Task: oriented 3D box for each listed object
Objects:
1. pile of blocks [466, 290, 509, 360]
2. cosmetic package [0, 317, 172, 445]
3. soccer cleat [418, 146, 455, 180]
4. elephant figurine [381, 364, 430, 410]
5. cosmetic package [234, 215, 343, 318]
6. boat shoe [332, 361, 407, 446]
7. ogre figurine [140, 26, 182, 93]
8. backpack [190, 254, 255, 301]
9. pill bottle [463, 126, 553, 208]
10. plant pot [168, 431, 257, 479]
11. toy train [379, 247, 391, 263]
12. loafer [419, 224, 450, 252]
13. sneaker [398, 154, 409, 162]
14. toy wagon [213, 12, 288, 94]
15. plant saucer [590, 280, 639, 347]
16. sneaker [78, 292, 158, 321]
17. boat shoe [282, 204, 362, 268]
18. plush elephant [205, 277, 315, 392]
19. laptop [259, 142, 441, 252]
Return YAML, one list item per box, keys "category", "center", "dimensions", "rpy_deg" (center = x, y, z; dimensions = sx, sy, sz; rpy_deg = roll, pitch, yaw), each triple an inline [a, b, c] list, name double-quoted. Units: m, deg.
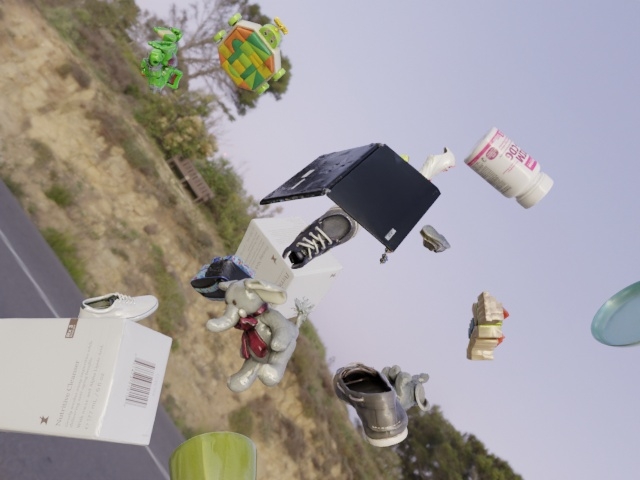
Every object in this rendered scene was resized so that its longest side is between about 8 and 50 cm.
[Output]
- category: "pile of blocks"
  center: [0.624, 0.319, 1.866]
  dimensions: [0.362, 0.112, 0.149]
  rpy_deg: [89, 3, -45]
- category: "cosmetic package"
  center: [-0.509, 0.272, 0.991]
  dimensions: [0.156, 0.384, 0.217]
  rpy_deg: [52, 38, -57]
- category: "soccer cleat"
  center: [0.361, -0.240, 1.680]
  dimensions: [0.076, 0.196, 0.068]
  rpy_deg: [60, -12, -8]
- category: "elephant figurine"
  center: [0.332, 0.571, 1.875]
  dimensions: [0.239, 0.186, 0.169]
  rpy_deg: [34, -4, -31]
- category: "cosmetic package"
  center: [-0.173, 0.129, 2.477]
  dimensions: [0.394, 0.327, 0.329]
  rpy_deg: [50, -54, 30]
- category: "boat shoe"
  center: [0.096, 0.300, 1.037]
  dimensions: [0.335, 0.112, 0.096]
  rpy_deg: [-157, -123, -78]
- category: "ogre figurine"
  center: [-0.380, -0.432, 1.218]
  dimensions: [0.118, 0.096, 0.197]
  rpy_deg: [-67, -147, 36]
- category: "backpack"
  center: [-0.319, 0.128, 1.619]
  dimensions: [0.173, 0.117, 0.158]
  rpy_deg: [-10, -38, 32]
- category: "pill bottle"
  center: [0.661, -0.251, 1.775]
  dimensions: [0.283, 0.160, 0.160]
  rpy_deg: [40, -16, 1]
- category: "plant pot"
  center: [-0.305, 0.771, 1.473]
  dimensions: [0.294, 0.274, 0.275]
  rpy_deg: [-111, 179, -52]
- category: "toy train"
  center: [0.309, 0.039, 2.269]
  dimensions: [0.036, 0.158, 0.027]
  rpy_deg: [25, 13, 2]
- category: "loafer"
  center: [0.485, 0.008, 2.180]
  dimensions: [0.251, 0.087, 0.094]
  rpy_deg: [27, 29, -52]
- category: "sneaker"
  center: [0.258, -0.333, 2.072]
  dimensions: [0.082, 0.208, 0.094]
  rpy_deg: [-85, 164, -50]
- category: "toy wagon"
  center: [-0.249, -0.704, 1.874]
  dimensions: [0.267, 0.068, 0.344]
  rpy_deg: [48, -36, -18]
- category: "plant saucer"
  center: [0.993, 0.224, 1.552]
  dimensions: [0.044, 0.317, 0.317]
  rpy_deg: [48, -15, -4]
- category: "sneaker"
  center: [-0.671, 0.222, 1.695]
  dimensions: [0.094, 0.258, 0.091]
  rpy_deg: [49, -46, 34]
- category: "boat shoe"
  center: [0.000, 0.000, 1.627]
  dimensions: [0.127, 0.158, 0.340]
  rpy_deg: [48, -33, -3]
- category: "plush elephant"
  center: [-0.191, 0.223, 1.405]
  dimensions: [0.255, 0.330, 0.272]
  rpy_deg: [42, -29, -12]
- category: "laptop"
  center: [0.062, -0.087, 1.001]
  dimensions: [0.264, 0.234, 0.137]
  rpy_deg: [-5, -63, 40]
